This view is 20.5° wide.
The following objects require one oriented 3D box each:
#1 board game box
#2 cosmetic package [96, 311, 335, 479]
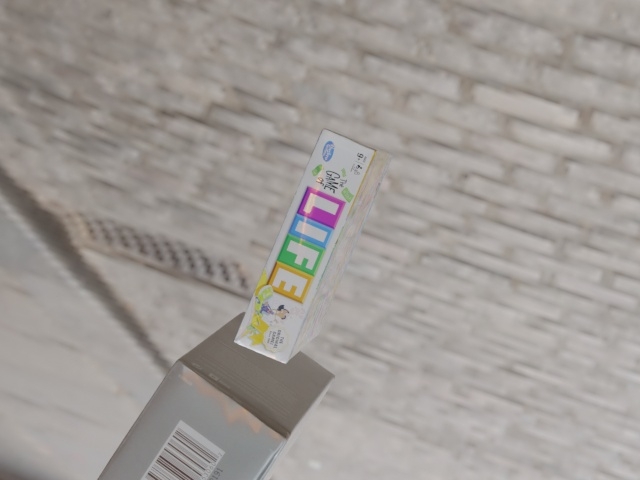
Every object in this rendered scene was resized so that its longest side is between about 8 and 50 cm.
[{"bbox_3d":[0.000,0.000,0.853,0.026,0.103,0.154,23,-176,4],"label":"board game box"},{"bbox_3d":[-0.074,0.142,1.317,0.107,0.127,0.238,34,-169,7],"label":"cosmetic package"}]
